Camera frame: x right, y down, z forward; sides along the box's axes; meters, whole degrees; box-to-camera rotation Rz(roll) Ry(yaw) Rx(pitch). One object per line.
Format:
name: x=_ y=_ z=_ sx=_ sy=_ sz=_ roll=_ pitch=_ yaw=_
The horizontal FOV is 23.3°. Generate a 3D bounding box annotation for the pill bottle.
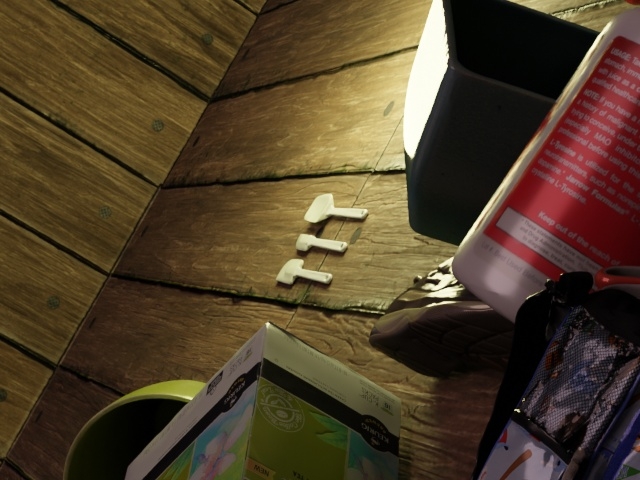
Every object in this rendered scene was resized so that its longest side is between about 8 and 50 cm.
pill bottle: x=0.326 y=-0.076 z=1.514 sx=0.408 sy=0.229 sz=0.229 roll=-57 pitch=18 yaw=4

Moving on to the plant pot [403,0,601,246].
plant pot: x=0.216 y=-0.124 z=1.876 sx=0.247 sy=0.248 sz=0.252 roll=-88 pitch=19 yaw=-56

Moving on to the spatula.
spatula: x=0.000 y=0.000 z=2.560 sx=0.168 sy=0.019 sz=0.242 roll=-60 pitch=18 yaw=-9

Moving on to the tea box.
tea box: x=-0.086 y=0.341 z=1.875 sx=0.329 sy=0.220 sz=0.323 roll=-47 pitch=21 yaw=30

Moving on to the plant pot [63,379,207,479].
plant pot: x=-0.207 y=0.312 z=2.263 sx=0.275 sy=0.275 sz=0.293 roll=-54 pitch=3 yaw=12

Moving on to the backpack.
backpack: x=0.257 y=0.202 z=1.249 sx=0.263 sy=0.276 sz=0.213 roll=-57 pitch=31 yaw=13

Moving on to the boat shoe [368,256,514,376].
boat shoe: x=0.172 y=0.072 z=1.826 sx=0.355 sy=0.132 sz=0.130 roll=-14 pitch=47 yaw=63

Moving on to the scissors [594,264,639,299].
scissors: x=0.371 y=0.051 z=1.311 sx=0.109 sy=0.297 sz=0.021 roll=-29 pitch=-60 yaw=-62

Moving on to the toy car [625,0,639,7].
toy car: x=0.381 y=-0.425 z=1.913 sx=0.210 sy=0.238 sz=0.219 roll=-54 pitch=18 yaw=13
